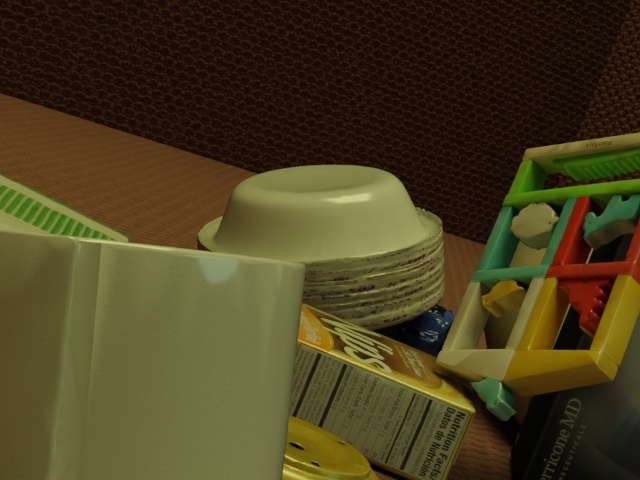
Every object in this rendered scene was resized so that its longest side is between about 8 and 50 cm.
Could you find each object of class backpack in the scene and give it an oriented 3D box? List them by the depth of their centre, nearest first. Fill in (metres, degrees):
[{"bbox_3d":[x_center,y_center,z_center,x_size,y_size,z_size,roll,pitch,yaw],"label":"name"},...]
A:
[{"bbox_3d":[0.087,0.108,1.610,0.120,0.098,0.101,23,11,10],"label":"backpack"}]

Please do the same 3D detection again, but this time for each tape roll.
[{"bbox_3d":[-0.136,0.080,0.658,0.246,0.169,0.246,7,-1,0],"label":"tape roll"}]

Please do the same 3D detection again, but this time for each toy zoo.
[{"bbox_3d":[0.214,0.032,1.228,0.030,0.293,0.192,40,-27,-30],"label":"toy zoo"}]

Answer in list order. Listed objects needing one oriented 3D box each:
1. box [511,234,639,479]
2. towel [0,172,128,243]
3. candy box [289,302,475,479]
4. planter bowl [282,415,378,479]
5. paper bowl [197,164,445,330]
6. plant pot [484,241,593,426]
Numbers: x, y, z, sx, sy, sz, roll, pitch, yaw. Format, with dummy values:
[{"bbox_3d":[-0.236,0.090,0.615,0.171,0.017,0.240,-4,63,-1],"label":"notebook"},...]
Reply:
[{"bbox_3d":[0.372,0.154,1.317,0.294,0.296,0.183,21,8,6],"label":"box"},{"bbox_3d":[-0.244,0.007,1.048,0.248,0.038,0.325,28,10,-20],"label":"towel"},{"bbox_3d":[-0.017,0.117,1.278,0.316,0.088,0.183,22,8,1],"label":"candy box"},{"bbox_3d":[-0.029,0.167,0.873,0.217,0.090,0.217,21,7,-3],"label":"planter bowl"},{"bbox_3d":[0.000,0.000,1.562,0.284,0.148,0.284,-3,14,1],"label":"paper bowl"},{"bbox_3d":[0.307,0.141,1.567,0.256,0.256,0.274,22,22,2],"label":"plant pot"}]
